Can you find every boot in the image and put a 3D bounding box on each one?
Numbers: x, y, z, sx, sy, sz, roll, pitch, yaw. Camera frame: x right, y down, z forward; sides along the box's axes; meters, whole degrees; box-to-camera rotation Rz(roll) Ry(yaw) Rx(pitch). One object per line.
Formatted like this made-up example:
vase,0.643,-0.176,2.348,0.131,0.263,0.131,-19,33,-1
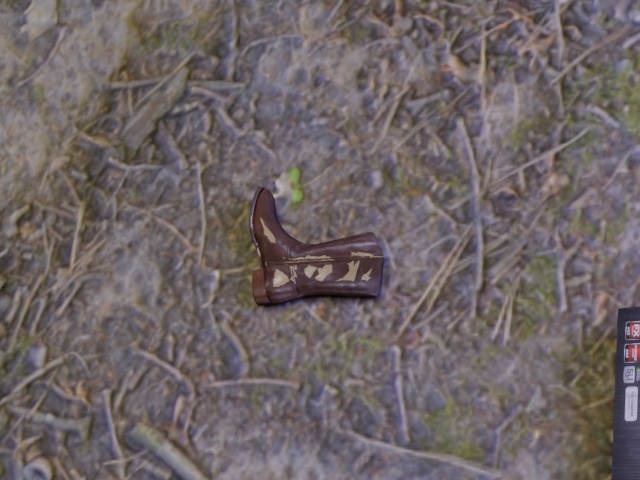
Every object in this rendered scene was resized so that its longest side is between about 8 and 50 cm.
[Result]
boot,0.000,0.000,1.277,0.114,0.037,0.106,-8,75,19

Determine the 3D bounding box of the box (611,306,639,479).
box,0.295,0.152,1.066,0.183,0.056,0.231,-4,57,22
